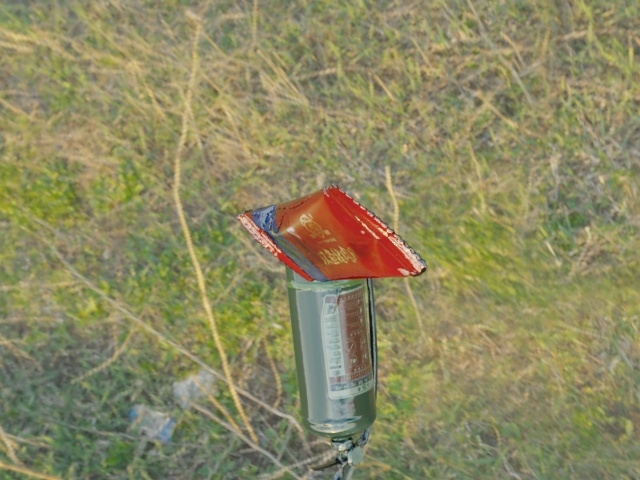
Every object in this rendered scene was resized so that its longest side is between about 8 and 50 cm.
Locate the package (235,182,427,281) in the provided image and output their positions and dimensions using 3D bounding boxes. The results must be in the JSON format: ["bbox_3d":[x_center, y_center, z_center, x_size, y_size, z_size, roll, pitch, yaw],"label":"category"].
[{"bbox_3d":[0.000,0.000,0.642,0.022,0.083,0.200,-49,14,-18],"label":"package"}]

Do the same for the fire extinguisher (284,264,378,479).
[{"bbox_3d":[0.018,0.145,1.040,0.093,0.118,0.294,2,101,45],"label":"fire extinguisher"}]
